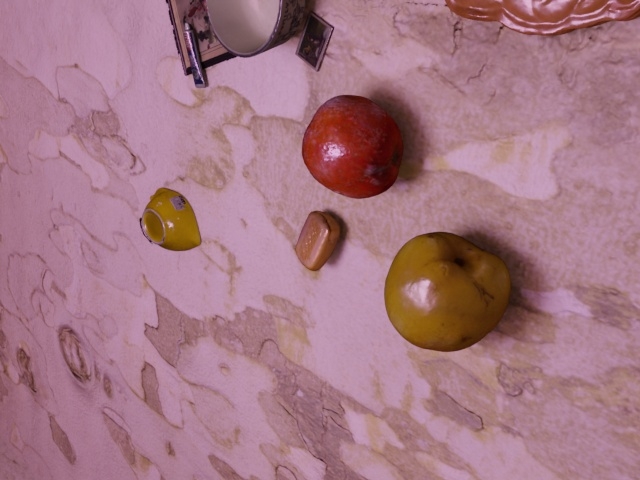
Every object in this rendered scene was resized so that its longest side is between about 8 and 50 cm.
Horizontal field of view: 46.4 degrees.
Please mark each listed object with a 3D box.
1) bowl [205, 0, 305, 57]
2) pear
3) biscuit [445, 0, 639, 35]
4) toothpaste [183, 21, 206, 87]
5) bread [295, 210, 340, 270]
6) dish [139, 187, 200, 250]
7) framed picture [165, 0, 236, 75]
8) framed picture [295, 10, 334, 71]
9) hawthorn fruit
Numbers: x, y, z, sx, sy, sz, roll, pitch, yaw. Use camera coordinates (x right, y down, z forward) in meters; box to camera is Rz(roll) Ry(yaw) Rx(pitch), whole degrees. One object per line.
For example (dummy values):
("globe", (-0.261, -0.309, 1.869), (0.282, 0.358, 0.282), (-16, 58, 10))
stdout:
("bowl", (-0.102, -0.440, 1.342), (0.211, 0.112, 0.211), (18, 116, 43))
("pear", (0.191, 0.082, 1.166), (0.200, 0.200, 0.199), (18, 116, 42))
("biscuit", (0.294, -0.426, 0.976), (0.351, 0.057, 0.311), (32, 126, 35))
("toothpaste", (-0.269, -0.393, 1.586), (0.037, 0.021, 0.139), (10, 118, 44))
("bread", (0.000, 0.000, 1.430), (0.082, 0.056, 0.115), (43, 122, 42))
("dish", (-0.377, -0.044, 1.793), (0.208, 0.080, 0.148), (37, 127, 30))
("framed picture", (-0.255, -0.461, 1.569), (0.195, 0.010, 0.199), (-4, 101, 47))
("framed picture", (-0.012, -0.361, 1.352), (0.066, 0.007, 0.089), (45, 131, 27))
("hawthorn fruit", (0.057, -0.151, 1.240), (0.173, 0.173, 0.172), (18, 116, 42))
